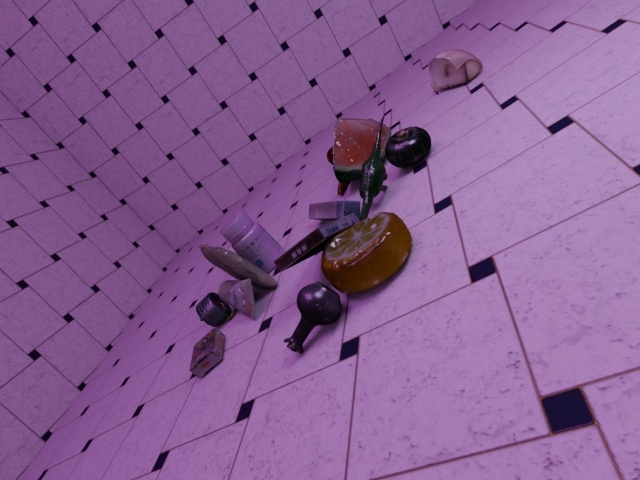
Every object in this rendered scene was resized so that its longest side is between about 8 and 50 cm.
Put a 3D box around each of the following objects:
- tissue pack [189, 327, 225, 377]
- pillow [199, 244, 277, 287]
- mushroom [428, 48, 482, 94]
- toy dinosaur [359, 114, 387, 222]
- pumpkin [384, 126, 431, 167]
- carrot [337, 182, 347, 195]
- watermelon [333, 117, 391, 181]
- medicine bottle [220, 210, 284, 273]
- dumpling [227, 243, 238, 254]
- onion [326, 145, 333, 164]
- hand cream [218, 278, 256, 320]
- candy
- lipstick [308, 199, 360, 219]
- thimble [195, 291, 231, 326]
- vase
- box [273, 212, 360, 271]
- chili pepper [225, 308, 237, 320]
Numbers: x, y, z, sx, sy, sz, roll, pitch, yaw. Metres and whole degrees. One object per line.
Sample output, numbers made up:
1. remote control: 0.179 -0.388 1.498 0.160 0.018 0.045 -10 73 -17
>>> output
1. tissue pack: -0.387 0.385 1.391 0.108 0.060 0.148 -42 21 5
2. pillow: -0.321 0.101 1.540 0.280 0.274 0.076 2 62 62
3. mushroom: 0.587 -0.774 1.751 0.173 0.162 0.236 -48 22 -9
4. toy dinosaur: 0.156 -0.198 1.322 0.087 0.448 0.301 5 8 20
5. pumpkin: 0.309 -0.333 1.436 0.167 0.125 0.167 -33 12 8
6. carrot: 0.102 -0.258 1.797 0.047 0.047 0.191 -28 25 36
7. watermelon: 0.186 -0.376 1.686 0.222 0.319 0.292 -5 75 16
8. medicine bottle: -0.281 0.009 1.668 0.152 0.254 0.152 -37 22 18
9. dumpling: -0.351 0.024 2.010 0.179 0.132 0.252 -5 17 31
10. onion: 0.088 -0.441 2.095 0.117 0.119 0.119 -22 28 36
11. hand cream: -0.301 0.205 1.513 0.093 0.147 0.305 -8 3 -30
12. candy: 0.119 0.027 1.078 0.259 0.118 0.260 -35 20 15
13. lipstick: 0.045 -0.111 1.537 0.317 0.066 0.068 -175 87 -65
14. thimble: -0.423 0.275 1.603 0.090 0.118 0.135 -47 29 3
15. vase: -0.027 0.199 1.028 0.183 0.120 0.120 -58 21 -1
16. box: 0.001 -0.001 1.260 0.180 0.047 0.325 -37 -6 25
17. chili pepper: -0.338 0.281 1.576 0.030 0.017 0.083 -34 18 48
